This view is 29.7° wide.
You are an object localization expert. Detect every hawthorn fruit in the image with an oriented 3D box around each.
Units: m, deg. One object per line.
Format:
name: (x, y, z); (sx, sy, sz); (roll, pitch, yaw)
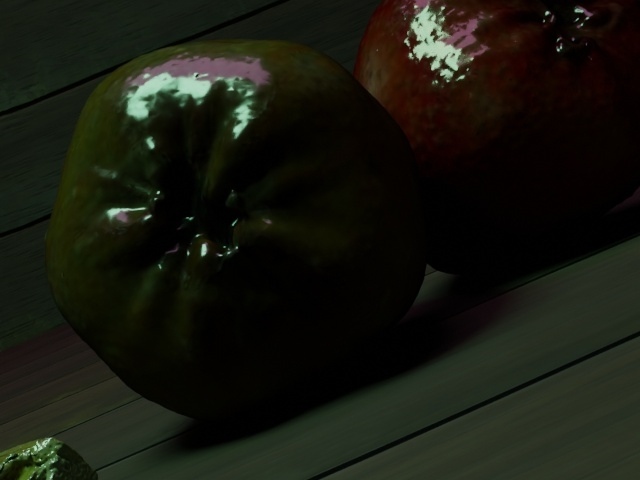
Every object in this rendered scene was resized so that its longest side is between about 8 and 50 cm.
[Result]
hawthorn fruit: (0.140, -0.097, 1.036); (0.265, 0.265, 0.307); (-25, -18, -32)
hawthorn fruit: (-0.049, -0.011, 0.891); (0.268, 0.268, 0.301); (-22, 0, 9)

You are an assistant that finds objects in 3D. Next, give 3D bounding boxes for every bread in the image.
bread: (-0.197, 0.160, 0.734); (0.110, 0.060, 0.066); (-20, -11, 24)
